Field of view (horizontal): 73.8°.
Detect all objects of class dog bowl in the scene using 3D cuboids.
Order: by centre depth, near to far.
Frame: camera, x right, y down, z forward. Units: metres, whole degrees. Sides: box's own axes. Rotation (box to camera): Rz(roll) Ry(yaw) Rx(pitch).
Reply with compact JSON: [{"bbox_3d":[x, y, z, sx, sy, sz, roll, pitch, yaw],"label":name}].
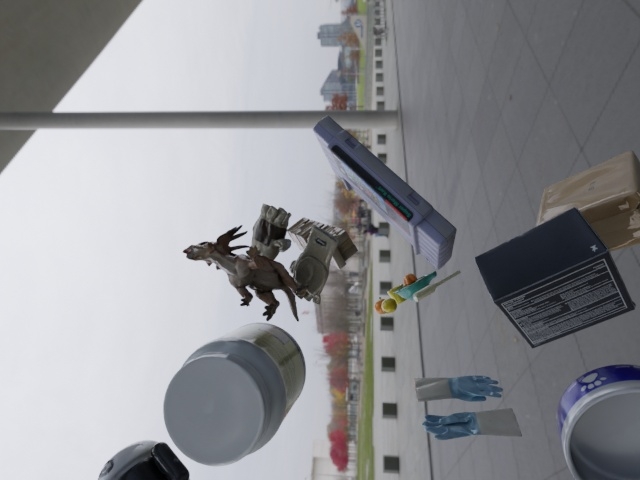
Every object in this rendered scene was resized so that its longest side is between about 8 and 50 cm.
[{"bbox_3d":[0.604,0.380,0.814,0.104,0.264,0.265,-29,-59,-69],"label":"dog bowl"}]

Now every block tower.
[{"bbox_3d":[0.000,0.000,1.471,0.091,0.097,0.335,58,164,-25],"label":"block tower"}]

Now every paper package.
[{"bbox_3d":[0.884,-0.102,1.371,0.168,0.309,0.325,53,-136,-10],"label":"paper package"}]

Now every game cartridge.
[{"bbox_3d":[0.132,-0.094,0.900,0.355,0.068,0.230,46,-176,21],"label":"game cartridge"}]

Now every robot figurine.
[{"bbox_3d":[-0.359,0.563,0.906,0.209,0.278,0.174,-40,-34,-22],"label":"robot figurine"}]

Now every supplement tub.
[{"bbox_3d":[-0.171,0.317,0.935,0.325,0.235,0.236,16,-105,-81],"label":"supplement tub"}]

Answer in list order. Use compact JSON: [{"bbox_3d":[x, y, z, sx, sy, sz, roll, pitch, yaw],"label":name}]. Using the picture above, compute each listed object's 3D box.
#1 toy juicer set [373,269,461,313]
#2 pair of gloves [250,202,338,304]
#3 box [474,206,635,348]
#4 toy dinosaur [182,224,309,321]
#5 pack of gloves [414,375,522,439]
[{"bbox_3d":[0.303,0.171,1.496,0.329,0.209,0.090,-37,79,53],"label":"toy juicer set"},{"bbox_3d":[-0.075,0.031,1.046,0.042,0.240,0.204,-25,-44,-56],"label":"pair of gloves"},{"bbox_3d":[0.645,0.113,1.188,0.294,0.296,0.183,42,-152,-34],"label":"box"},{"bbox_3d":[-0.147,0.068,0.981,0.127,0.295,0.200,-53,32,3],"label":"toy dinosaur"},{"bbox_3d":[0.372,0.440,1.110,0.195,0.231,0.046,-81,-17,-60],"label":"pack of gloves"}]
